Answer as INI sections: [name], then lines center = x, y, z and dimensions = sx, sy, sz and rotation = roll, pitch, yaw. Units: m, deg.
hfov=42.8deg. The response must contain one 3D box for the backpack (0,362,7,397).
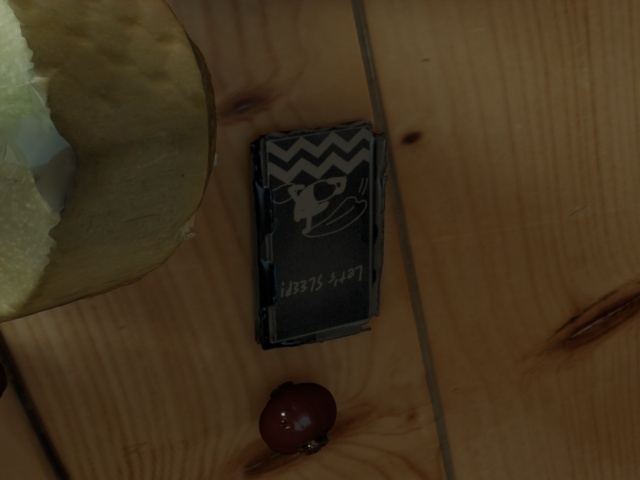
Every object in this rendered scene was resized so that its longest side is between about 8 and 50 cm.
[backpack]
center = -0.447, 0.152, 0.723
dimensions = 0.317, 0.283, 0.197
rotation = -29, 83, -13

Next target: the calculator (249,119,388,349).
[calculator]
center = 0.000, 0.000, 0.958
dimensions = 0.165, 0.028, 0.274
rotation = -9, 115, -21

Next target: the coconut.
[coconut]
center = -0.268, -0.087, 0.667
dimensions = 0.352, 0.352, 0.353
rotation = -8, 113, -18

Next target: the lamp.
[lamp]
center = -0.027, 0.218, 0.999
dimensions = 0.101, 0.090, 0.101
rotation = -27, 157, -13
